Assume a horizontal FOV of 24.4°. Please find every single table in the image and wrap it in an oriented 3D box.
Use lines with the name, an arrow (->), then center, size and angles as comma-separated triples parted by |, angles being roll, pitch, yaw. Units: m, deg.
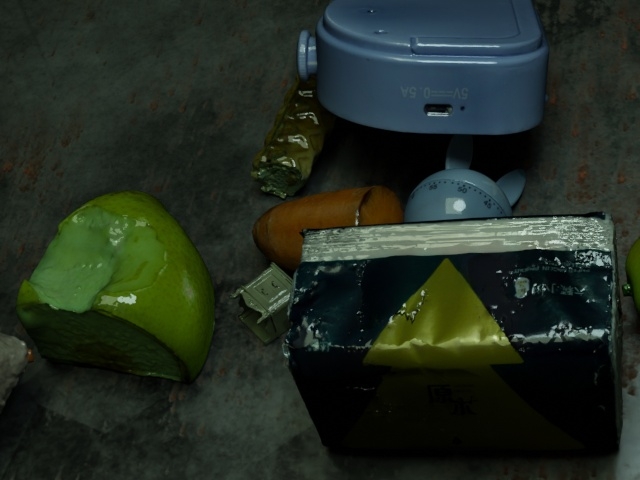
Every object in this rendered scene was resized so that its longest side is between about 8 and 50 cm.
table -> -0.074, 0.092, 2.152 | 0.083, 0.062, 0.079 | -37, 52, -16

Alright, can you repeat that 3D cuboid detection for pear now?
pear -> -0.283, 0.044, 2.175 | 0.287, 0.176, 0.281 | 8, 52, 18

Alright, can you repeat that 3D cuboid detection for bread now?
bread -> -0.025, -0.190, 2.357 | 0.087, 0.098, 0.269 | 33, 55, -14

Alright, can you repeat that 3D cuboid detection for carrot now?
carrot -> 0.000, 0.000, 2.165 | 0.225, 0.159, 0.159 | 0, 51, 27

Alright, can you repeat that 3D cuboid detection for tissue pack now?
tissue pack -> 0.180, 0.122, 1.932 | 0.417, 0.264, 0.253 | -1, 52, 13

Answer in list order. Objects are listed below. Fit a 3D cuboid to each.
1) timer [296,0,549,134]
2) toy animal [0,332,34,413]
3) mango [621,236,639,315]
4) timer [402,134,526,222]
timer -> 0.152, -0.266, 2.249 | 0.395, 0.173, 0.395 | 0, 25, 0
toy animal -> -0.577, 0.228, 2.085 | 0.359, 0.188, 0.226 | -17, 60, -1
mango -> 0.578, 0.051, 1.966 | 0.343, 0.156, 0.192 | 9, 63, 16
timer -> 0.202, -0.043, 2.160 | 0.175, 0.175, 0.255 | -5, 21, 10
